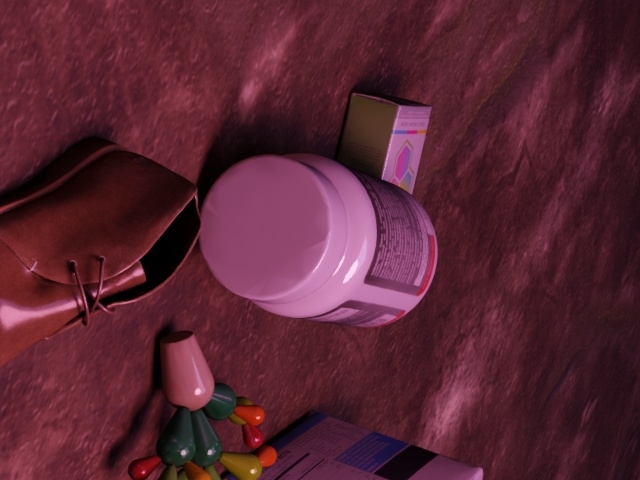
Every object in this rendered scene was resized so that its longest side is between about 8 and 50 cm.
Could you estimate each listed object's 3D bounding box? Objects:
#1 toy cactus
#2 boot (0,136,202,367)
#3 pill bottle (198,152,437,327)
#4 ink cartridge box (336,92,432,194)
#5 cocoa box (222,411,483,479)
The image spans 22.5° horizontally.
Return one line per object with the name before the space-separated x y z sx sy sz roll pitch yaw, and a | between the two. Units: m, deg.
toy cactus | -0.124 0.175 1.549 0.219 0.112 0.181 -33 116 -53
boot | -0.201 0.026 1.225 0.305 0.115 0.112 -49 149 -42
pill bottle | 0.000 0.000 1.599 0.283 0.161 0.161 16 90 -67
ink cartridge box | 0.059 -0.059 1.817 0.109 0.062 0.209 -8 113 -66
cocoa box | 0.017 0.413 1.831 0.231 0.228 0.347 -27 130 -59
